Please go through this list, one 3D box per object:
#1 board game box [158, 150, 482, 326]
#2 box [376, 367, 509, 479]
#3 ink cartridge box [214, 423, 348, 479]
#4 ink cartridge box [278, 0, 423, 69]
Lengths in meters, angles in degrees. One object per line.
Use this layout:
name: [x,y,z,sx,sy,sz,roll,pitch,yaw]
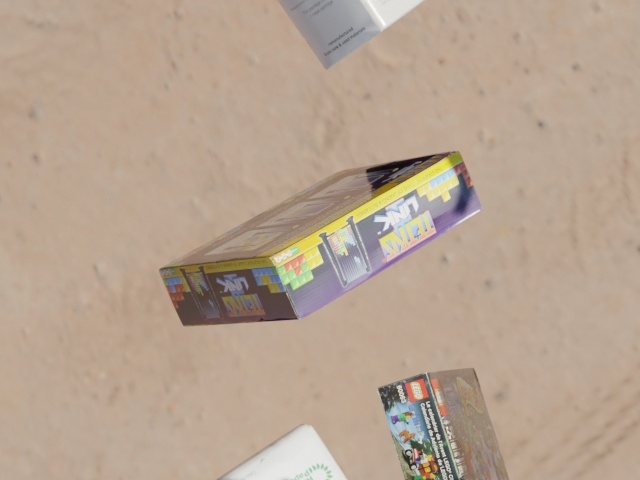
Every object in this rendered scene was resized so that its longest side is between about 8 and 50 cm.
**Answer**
board game box: [0.000,0.000,1.257,0.170,0.141,0.048,-30,104,-33]
box: [0.113,0.188,1.565,0.044,0.159,0.233,-18,173,12]
ink cartridge box: [-0.055,0.361,1.430,0.324,0.330,0.071,-31,174,-20]
ink cartridge box: [0.011,-0.280,1.574,0.160,0.219,0.092,-39,-174,-40]
